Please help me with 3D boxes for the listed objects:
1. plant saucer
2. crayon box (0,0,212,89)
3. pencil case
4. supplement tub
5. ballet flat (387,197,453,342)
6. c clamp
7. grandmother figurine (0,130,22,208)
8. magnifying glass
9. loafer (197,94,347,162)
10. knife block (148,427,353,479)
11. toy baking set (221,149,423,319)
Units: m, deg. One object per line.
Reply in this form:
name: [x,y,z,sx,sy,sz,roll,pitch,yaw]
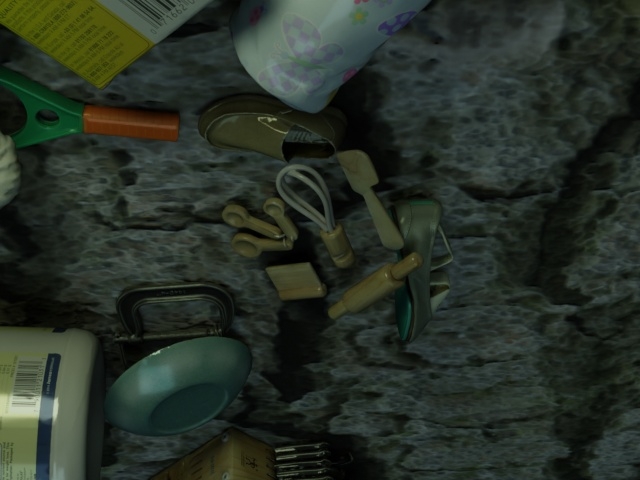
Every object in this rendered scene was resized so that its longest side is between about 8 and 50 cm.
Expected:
plant saucer: [-0.167,0.193,1.179,0.195,0.037,0.195,-21,145,-15]
crayon box: [-0.229,-0.267,0.708,0.202,0.081,0.318,-25,134,39]
pencil case: [0.046,-0.223,0.784,0.124,0.113,0.273,19,132,-40]
supplement tub: [-0.419,0.212,1.087,0.325,0.235,0.235,2,134,-7]
ballet flat: [0.116,0.039,1.077,0.068,0.072,0.213,-10,134,-2]
c clamp: [-0.177,0.099,1.150,0.161,0.022,0.137,-8,129,5]
grandmother figurine: [-0.385,-0.152,0.810,0.208,0.104,0.342,-19,126,25]
magnifying glass: [-0.253,-0.121,0.924,0.231,0.026,0.092,6,133,-8]
loafer: [-0.046,-0.107,0.933,0.148,0.050,0.056,-2,134,-3]
knife block: [-0.085,0.376,1.378,0.276,0.088,0.242,-36,126,26]
toy baking set: [0.005,0.004,1.008,0.197,0.030,0.256,35,140,-21]
